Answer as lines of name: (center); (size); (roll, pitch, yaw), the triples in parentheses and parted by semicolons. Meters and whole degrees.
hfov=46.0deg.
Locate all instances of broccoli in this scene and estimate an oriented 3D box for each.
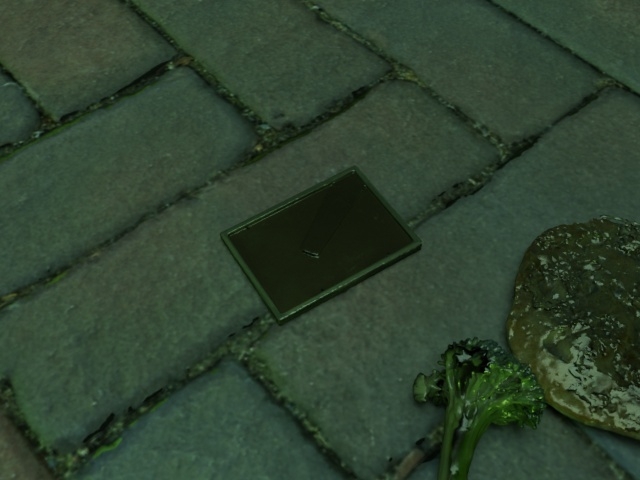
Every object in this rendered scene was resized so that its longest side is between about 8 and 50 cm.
broccoli: (0.143, 0.198, 0.742); (0.122, 0.118, 0.204); (22, 73, 2)

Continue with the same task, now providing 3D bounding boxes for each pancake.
pancake: (0.340, 0.092, 0.835); (0.283, 0.049, 0.282); (0, 54, 1)

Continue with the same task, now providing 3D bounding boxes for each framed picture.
framed picture: (0.000, 0.000, 0.922); (0.203, 0.015, 0.150); (-28, 59, -17)
